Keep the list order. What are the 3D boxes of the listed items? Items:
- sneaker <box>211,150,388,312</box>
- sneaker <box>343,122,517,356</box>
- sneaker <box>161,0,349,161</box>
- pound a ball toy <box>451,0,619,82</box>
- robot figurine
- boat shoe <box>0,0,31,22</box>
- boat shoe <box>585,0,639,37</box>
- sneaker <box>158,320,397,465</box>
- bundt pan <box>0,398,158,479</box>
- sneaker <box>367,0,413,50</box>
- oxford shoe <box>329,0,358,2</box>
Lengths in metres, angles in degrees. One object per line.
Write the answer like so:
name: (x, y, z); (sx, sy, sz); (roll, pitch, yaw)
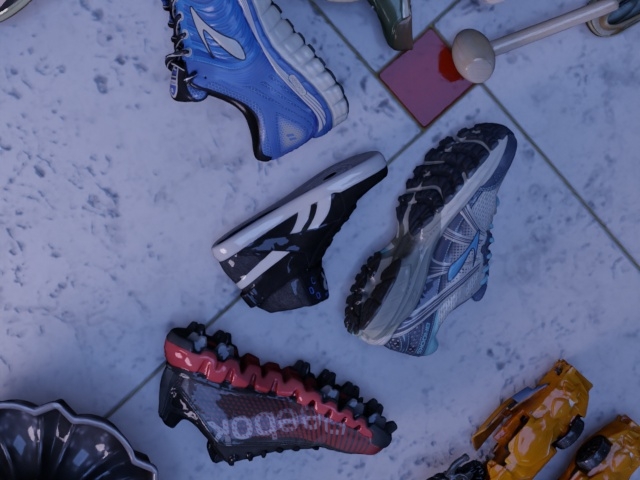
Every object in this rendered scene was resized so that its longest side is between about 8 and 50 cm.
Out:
sneaker: (0.000, 0.000, 1.423); (0.217, 0.079, 0.121); (-30, 103, 8)
sneaker: (0.142, 0.002, 1.433); (0.122, 0.110, 0.283); (29, 97, -26)
sneaker: (-0.118, -0.220, 1.351); (0.147, 0.130, 0.330); (-40, 100, -2)
pound a ball toy: (0.253, -0.336, 1.386); (0.319, 0.136, 0.208); (-26, 124, -1)
robot figurine: (0.236, 0.291, 1.476); (0.211, 0.085, 0.291); (42, 92, -9)
boat shoe: (-0.293, -0.319, 1.319); (0.223, 0.080, 0.073); (-41, 136, 18)
boat shoe: (0.381, -0.288, 1.416); (0.190, 0.072, 0.068); (-42, 100, 1)
sneaker: (-0.057, 0.195, 1.429); (0.276, 0.097, 0.135); (21, 95, -6)
bundt pan: (-0.317, 0.318, 1.408); (0.331, 0.124, 0.331); (-1, 99, -6)
sneaker: (0.051, -0.298, 1.393); (0.086, 0.064, 0.192); (-6, 98, 3)
oxford shoe: (-0.086, -0.420, 1.278); (0.169, 0.130, 0.449); (-39, 97, 2)
